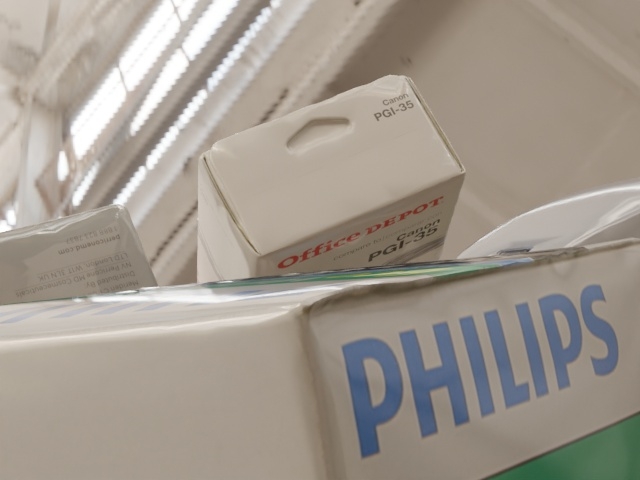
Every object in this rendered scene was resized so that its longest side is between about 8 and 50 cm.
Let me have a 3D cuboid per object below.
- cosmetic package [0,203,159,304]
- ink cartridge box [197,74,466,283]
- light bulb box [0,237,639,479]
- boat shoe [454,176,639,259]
[{"bbox_3d":[-0.199,0.224,1.450,0.161,0.230,0.453,-15,-102,-34],"label":"cosmetic package"},{"bbox_3d":[0.000,0.000,1.471,0.207,0.117,0.283,-22,-24,-16],"label":"ink cartridge box"},{"bbox_3d":[-0.065,0.197,0.555,0.358,0.225,0.361,-6,-89,33],"label":"light bulb box"},{"bbox_3d":[0.106,0.040,0.749,0.258,0.095,0.084,-29,-73,-41],"label":"boat shoe"}]
